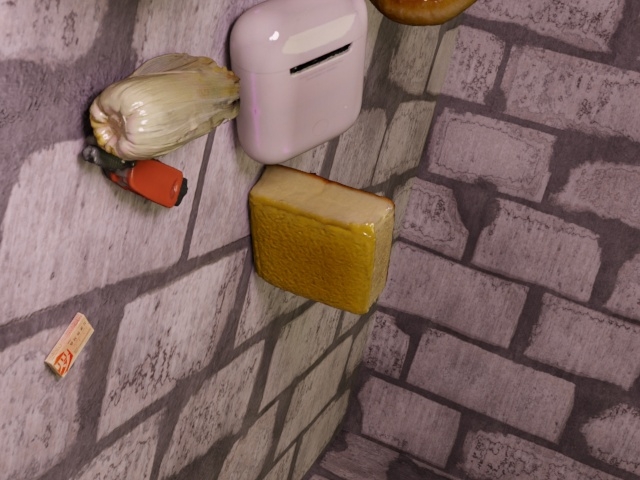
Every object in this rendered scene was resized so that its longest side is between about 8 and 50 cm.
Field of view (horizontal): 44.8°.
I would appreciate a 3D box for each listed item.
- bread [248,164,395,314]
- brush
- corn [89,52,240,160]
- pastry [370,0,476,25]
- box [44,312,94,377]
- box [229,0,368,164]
[{"bbox_3d":[0.000,0.000,1.818,0.333,0.323,0.143,92,22,-50],"label":"bread"},{"bbox_3d":[-0.284,-0.102,1.244,0.070,0.051,0.323,-68,164,0],"label":"brush"},{"bbox_3d":[-0.226,-0.206,1.184,0.305,0.123,0.122,-48,149,-58],"label":"corn"},{"bbox_3d":[0.258,-0.692,1.886,0.164,0.355,0.356,-17,126,-83],"label":"pastry"},{"bbox_3d":[-0.400,0.167,1.240,0.058,0.015,0.093,87,27,-57],"label":"box"},{"bbox_3d":[-0.039,-0.322,1.517,0.288,0.141,0.349,-28,144,-23],"label":"box"}]
